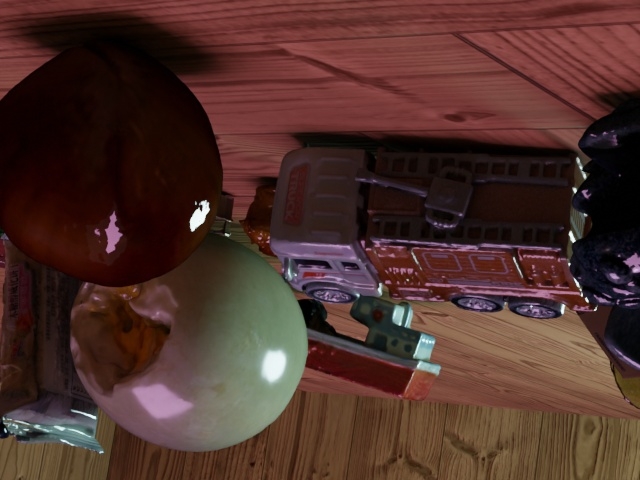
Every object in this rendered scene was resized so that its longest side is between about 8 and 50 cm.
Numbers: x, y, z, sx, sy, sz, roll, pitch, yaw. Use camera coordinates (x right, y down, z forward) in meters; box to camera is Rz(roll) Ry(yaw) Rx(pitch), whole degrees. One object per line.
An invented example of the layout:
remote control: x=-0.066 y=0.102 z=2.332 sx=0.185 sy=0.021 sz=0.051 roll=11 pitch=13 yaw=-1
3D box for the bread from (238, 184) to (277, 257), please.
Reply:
bread: x=0.000 y=-0.002 z=2.007 sx=0.139 sy=0.077 sz=0.271 roll=9 pitch=173 yaw=14

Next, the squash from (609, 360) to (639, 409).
squash: x=0.490 y=0.153 z=2.317 sx=0.132 sy=0.132 sz=0.247 roll=13 pitch=169 yaw=-22

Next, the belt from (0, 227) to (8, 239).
belt: x=-0.398 y=-0.034 z=2.151 sx=0.121 sy=0.079 sz=0.151 roll=2 pitch=169 yaw=30

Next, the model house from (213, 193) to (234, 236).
model house: x=-0.147 y=-0.031 z=2.025 sx=0.083 sy=0.057 sz=0.058 roll=5 pitch=174 yaw=31

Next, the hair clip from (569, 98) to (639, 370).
hair clip: x=0.326 y=-0.005 z=1.465 sx=0.310 sy=0.194 sz=0.206 roll=15 pitch=157 yaw=-22

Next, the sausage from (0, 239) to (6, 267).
sausage: x=-0.430 y=0.001 z=2.404 sx=0.141 sy=0.076 sz=0.076 roll=13 pitch=169 yaw=-25

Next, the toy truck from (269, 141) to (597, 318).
toy truck: x=0.102 y=-0.017 z=1.672 sx=0.305 sy=0.136 sz=0.162 roll=3 pitch=162 yaw=17

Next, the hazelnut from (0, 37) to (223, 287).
hazelnut: x=-0.170 y=-0.071 z=1.442 sx=0.208 sy=0.208 sz=0.208 roll=8 pitch=170 yaw=1

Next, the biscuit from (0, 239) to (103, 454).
biscuit: x=-0.351 y=0.114 z=2.324 sx=0.079 sy=0.309 sz=0.186 roll=-12 pitch=161 yaw=33

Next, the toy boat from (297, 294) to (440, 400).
toy boat: x=0.015 y=0.127 z=2.631 sx=0.332 sy=0.133 sz=0.145 roll=16 pitch=179 yaw=23

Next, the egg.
egg: x=-0.155 y=0.132 z=2.302 sx=0.278 sy=0.278 sz=0.336 roll=1 pitch=166 yaw=36

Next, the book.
book: x=0.398 y=0.113 z=2.251 sx=0.138 sy=0.016 sz=0.198 roll=54 pitch=158 yaw=-8
